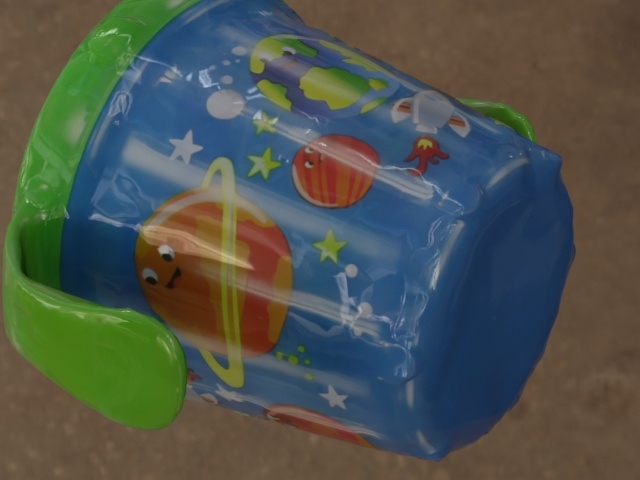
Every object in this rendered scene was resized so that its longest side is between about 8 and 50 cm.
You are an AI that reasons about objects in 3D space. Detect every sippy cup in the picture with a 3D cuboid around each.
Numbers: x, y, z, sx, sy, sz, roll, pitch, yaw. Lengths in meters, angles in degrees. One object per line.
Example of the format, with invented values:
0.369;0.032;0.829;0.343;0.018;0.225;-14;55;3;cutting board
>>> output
0.000;0.000;0.955;0.224;0.240;0.305;21;66;29;sippy cup
